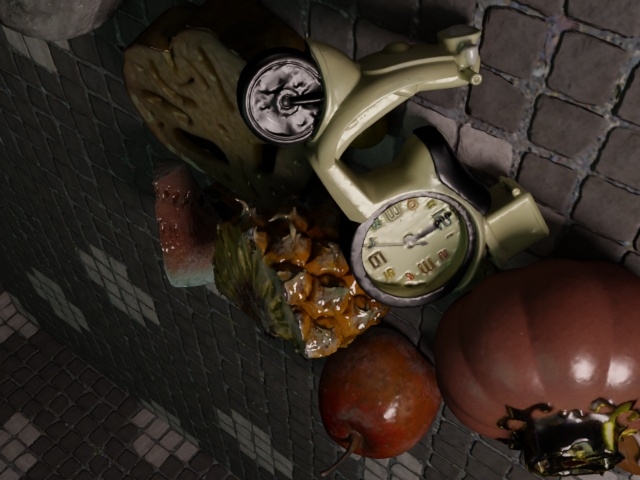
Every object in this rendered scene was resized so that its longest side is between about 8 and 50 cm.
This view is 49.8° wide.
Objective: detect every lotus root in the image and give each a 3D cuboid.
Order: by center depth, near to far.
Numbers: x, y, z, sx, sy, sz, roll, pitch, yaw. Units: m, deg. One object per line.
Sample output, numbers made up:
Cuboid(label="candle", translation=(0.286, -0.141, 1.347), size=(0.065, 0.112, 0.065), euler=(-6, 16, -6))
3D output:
Cuboid(label="lotus root", translation=(-0.134, -0.199, 1.088), size=(0.390, 0.111, 0.375), euler=(13, 139, 35))

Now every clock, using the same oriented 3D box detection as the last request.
Cuboid(label="clock", translation=(0.099, -0.098, 0.818), size=(0.379, 0.276, 0.120), euler=(58, -176, -29))

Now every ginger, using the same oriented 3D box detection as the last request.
Cuboid(label="ginger", translation=(0.240, 0.070, 1.043), size=(0.057, 0.044, 0.137), euler=(41, 152, 41))

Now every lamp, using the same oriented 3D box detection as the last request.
Cuboid(label="lamp", translation=(0.293, 0.163, 0.856), size=(0.305, 0.239, 0.305), euler=(-1, 146, 0))

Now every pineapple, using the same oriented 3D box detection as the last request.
Cuboid(label="pineapple", translation=(0.003, -0.001, 1.062), size=(0.344, 0.286, 0.209), euler=(26, 129, 53))

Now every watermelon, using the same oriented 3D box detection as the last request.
Cuboid(label="watermelon", translation=(-0.254, -0.036, 1.273), size=(0.094, 0.154, 0.241), euler=(-5, 104, 49))

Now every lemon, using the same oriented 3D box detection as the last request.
Cuboid(label="lemon", translation=(0.056, -0.157, 0.956), size=(0.083, 0.062, 0.062), euler=(-6, 125, 36))

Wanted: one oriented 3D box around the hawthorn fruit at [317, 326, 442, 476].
Cuboid(label="hawthorn fruit", translation=(0.103, 0.298, 1.302), size=(0.235, 0.263, 0.231), euler=(30, -179, -32))

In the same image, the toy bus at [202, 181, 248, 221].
Cuboid(label="toy bus", translation=(-0.149, -0.047, 1.309), size=(0.162, 0.074, 0.069), euler=(34, 140, 19))

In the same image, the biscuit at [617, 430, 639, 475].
Cuboid(label="biscuit", translation=(0.511, 0.297, 0.943), size=(0.324, 0.049, 0.205), euler=(5, 115, 58))

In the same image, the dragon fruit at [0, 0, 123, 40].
Cuboid(label="dragon fruit", translation=(-0.440, -0.455, 1.031), size=(0.283, 0.204, 0.221), euler=(46, 148, -6))

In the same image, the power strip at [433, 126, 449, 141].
Cuboid(label="power strip", translation=(0.123, -0.098, 0.967), size=(0.030, 0.047, 0.191), euler=(37, 148, -2))
